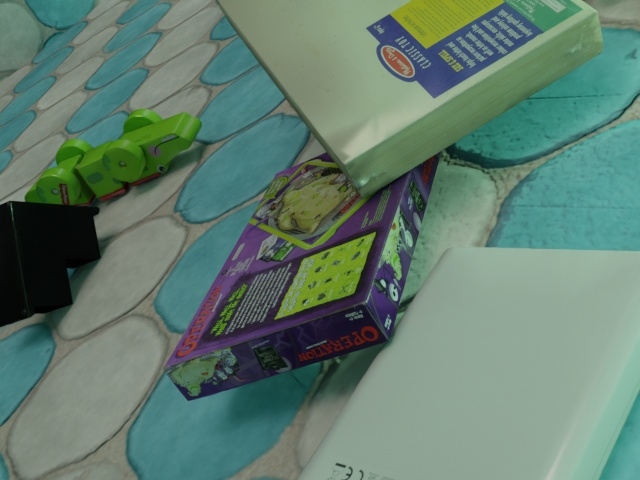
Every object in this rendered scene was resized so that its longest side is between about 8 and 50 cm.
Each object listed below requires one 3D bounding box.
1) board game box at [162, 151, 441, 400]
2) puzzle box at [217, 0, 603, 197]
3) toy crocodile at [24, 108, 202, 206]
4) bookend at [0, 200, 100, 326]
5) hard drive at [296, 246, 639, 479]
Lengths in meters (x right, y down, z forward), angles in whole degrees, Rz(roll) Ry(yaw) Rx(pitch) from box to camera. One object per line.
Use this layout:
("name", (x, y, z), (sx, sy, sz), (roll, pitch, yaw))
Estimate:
("board game box", (0.000, 0.000, 0.847), (0.208, 0.056, 0.346), (-16, 27, 26))
("puzzle box", (0.065, -0.237, 0.938), (0.272, 0.052, 0.409), (-31, 44, -1))
("toy crocodile", (-0.332, -0.114, 1.384), (0.341, 0.105, 0.115), (-19, 33, 21))
("bookend", (-0.373, 0.032, 1.207), (0.072, 0.156, 0.157), (-18, -10, 31))
("hard drive", (0.096, 0.129, 0.597), (0.203, 0.040, 0.307), (1, 46, 49))
